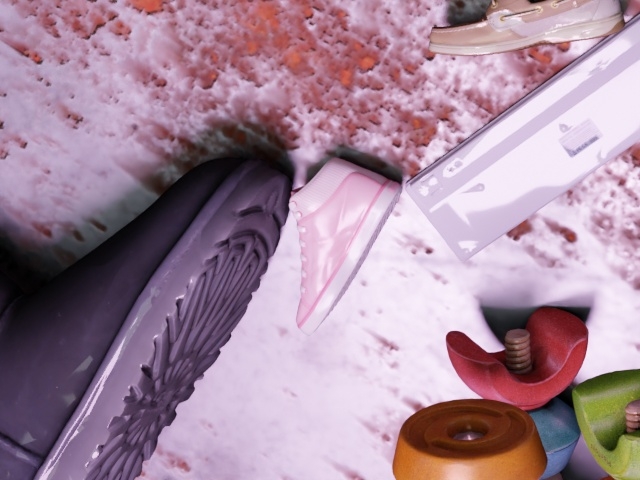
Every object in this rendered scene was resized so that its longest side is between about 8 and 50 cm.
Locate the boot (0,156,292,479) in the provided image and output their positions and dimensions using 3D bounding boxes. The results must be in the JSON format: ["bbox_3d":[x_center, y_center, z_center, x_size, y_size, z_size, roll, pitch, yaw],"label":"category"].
[{"bbox_3d":[-0.293,-0.004,1.469,0.445,0.146,0.367,33,93,16],"label":"boot"}]

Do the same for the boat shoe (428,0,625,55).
[{"bbox_3d":[0.139,-0.155,1.347,0.135,0.050,0.045,-9,103,7],"label":"boat shoe"}]

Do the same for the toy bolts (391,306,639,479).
[{"bbox_3d":[0.144,0.167,1.353,0.218,0.228,0.158,-11,112,-13],"label":"toy bolts"}]

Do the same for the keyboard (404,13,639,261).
[{"bbox_3d":[0.177,-0.080,1.381,0.256,0.014,0.072,-36,102,23],"label":"keyboard"}]

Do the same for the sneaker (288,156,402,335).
[{"bbox_3d":[0.000,0.000,1.434,0.070,0.051,0.134,30,110,5],"label":"sneaker"}]
